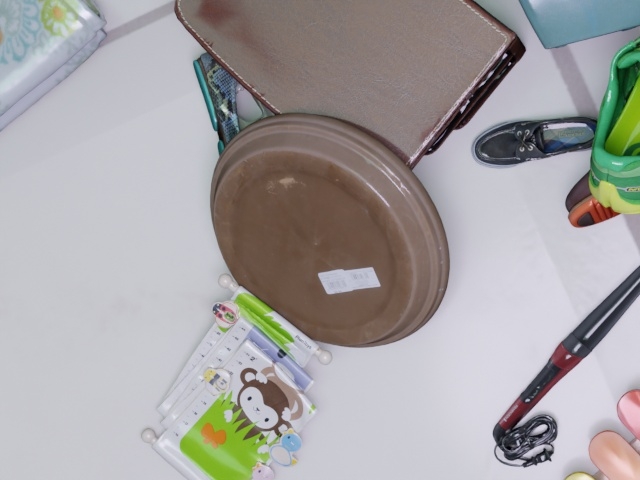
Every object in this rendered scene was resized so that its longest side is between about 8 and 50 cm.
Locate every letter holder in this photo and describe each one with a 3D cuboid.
[{"bbox_3d":[0.028,-0.215,1.700,0.302,0.152,0.214,40,98,7],"label":"letter holder"}]

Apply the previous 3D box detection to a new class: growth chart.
[{"bbox_3d":[-0.087,0.175,1.758,0.172,0.021,0.237,32,107,8],"label":"growth chart"}]

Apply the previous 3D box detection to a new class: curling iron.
[{"bbox_3d":[0.274,0.126,1.714,0.068,0.035,0.274,35,96,4],"label":"curling iron"}]

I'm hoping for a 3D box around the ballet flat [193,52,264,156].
[{"bbox_3d":[-0.087,-0.115,1.762,0.070,0.070,0.188,-13,91,9],"label":"ballet flat"}]

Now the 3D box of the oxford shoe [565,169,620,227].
[{"bbox_3d":[0.344,-0.123,1.685,0.271,0.097,0.098,-42,68,0],"label":"oxford shoe"}]

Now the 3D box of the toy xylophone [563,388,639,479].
[{"bbox_3d":[0.335,0.315,1.679,0.236,0.081,0.323,39,96,7],"label":"toy xylophone"}]

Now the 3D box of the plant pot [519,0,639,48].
[{"bbox_3d":[0.252,-0.319,1.663,0.165,0.166,0.234,-13,95,9],"label":"plant pot"}]

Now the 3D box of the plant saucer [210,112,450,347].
[{"bbox_3d":[0.000,0.000,1.676,0.278,0.041,0.278,16,128,22],"label":"plant saucer"}]

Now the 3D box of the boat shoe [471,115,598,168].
[{"bbox_3d":[0.228,-0.107,1.719,0.142,0.040,0.049,-10,88,9],"label":"boat shoe"}]

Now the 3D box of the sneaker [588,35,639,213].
[{"bbox_3d":[0.349,-0.166,1.579,0.109,0.123,0.295,22,78,24],"label":"sneaker"}]

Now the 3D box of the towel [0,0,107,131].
[{"bbox_3d":[-0.459,-0.244,1.809,0.374,0.090,0.320,-38,83,7],"label":"towel"}]
